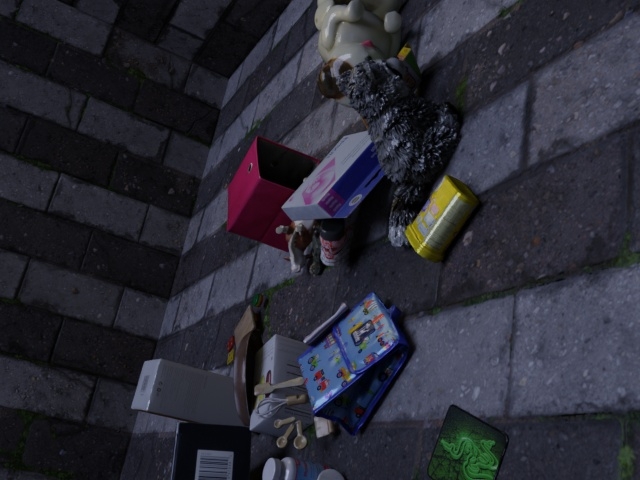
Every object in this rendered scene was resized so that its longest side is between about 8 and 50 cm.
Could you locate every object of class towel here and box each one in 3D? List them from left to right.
[{"bbox_3d":[0.015,0.220,1.795,0.144,0.029,0.197,-43,-9,-4],"label":"towel"}]

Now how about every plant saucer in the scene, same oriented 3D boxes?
[{"bbox_3d":[-0.210,0.422,2.045,0.310,0.050,0.310,-4,-90,-84],"label":"plant saucer"}]

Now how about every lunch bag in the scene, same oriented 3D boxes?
[{"bbox_3d":[0.100,0.277,1.652,0.293,0.138,0.221,-50,26,12],"label":"lunch bag"}]

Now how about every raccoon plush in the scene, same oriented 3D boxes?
[{"bbox_3d":[0.162,-0.238,1.680,0.216,0.299,0.446,-29,46,56],"label":"raccoon plush"}]

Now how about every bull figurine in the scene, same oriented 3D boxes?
[{"bbox_3d":[-0.049,-0.053,2.181,0.310,0.101,0.188,-66,-17,-9],"label":"bull figurine"}]

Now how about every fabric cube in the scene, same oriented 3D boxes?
[{"bbox_3d":[-0.162,-0.161,2.385,0.258,0.259,0.254,-53,29,34],"label":"fabric cube"}]

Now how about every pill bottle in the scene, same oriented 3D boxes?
[{"bbox_3d":[-0.055,0.576,1.659,0.087,0.160,0.087,-47,32,42],"label":"pill bottle"}]

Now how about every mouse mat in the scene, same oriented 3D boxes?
[{"bbox_3d":[0.270,0.404,1.282,0.190,0.007,0.152,14,84,66],"label":"mouse mat"}]

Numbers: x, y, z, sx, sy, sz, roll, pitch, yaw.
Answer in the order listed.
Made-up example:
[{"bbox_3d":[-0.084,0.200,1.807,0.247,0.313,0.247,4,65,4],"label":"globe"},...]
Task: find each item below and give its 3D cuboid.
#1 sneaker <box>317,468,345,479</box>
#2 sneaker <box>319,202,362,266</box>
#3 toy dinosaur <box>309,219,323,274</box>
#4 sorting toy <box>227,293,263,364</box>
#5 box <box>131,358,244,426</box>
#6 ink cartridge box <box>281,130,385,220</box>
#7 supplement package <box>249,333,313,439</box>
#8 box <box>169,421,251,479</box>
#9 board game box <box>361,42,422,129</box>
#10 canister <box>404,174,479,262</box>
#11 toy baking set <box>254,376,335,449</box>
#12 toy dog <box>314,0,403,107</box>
[{"bbox_3d":[0.023,0.632,1.564,0.212,0.080,0.094,-100,24,-50],"label":"sneaker"},{"bbox_3d":[0.060,-0.039,2.001,0.270,0.090,0.144,-63,-22,-51],"label":"sneaker"},{"bbox_3d":[0.000,0.000,2.079,0.268,0.064,0.118,90,-171,-54],"label":"toy dinosaur"},{"bbox_3d":[-0.262,0.332,2.467,0.274,0.046,0.132,-59,25,22],"label":"sorting toy"},{"bbox_3d":[-0.417,0.518,2.271,0.215,0.345,0.168,-23,51,60],"label":"box"},{"bbox_3d":[0.071,-0.193,1.958,0.324,0.071,0.330,-50,20,-20],"label":"ink cartridge box"},{"bbox_3d":[-0.106,0.415,1.939,0.139,0.134,0.244,-48,31,42],"label":"supplement package"},{"bbox_3d":[-0.326,0.735,1.929,0.395,0.212,0.293,107,166,-47],"label":"box"},{"bbox_3d":[0.203,-0.412,1.893,0.039,0.124,0.259,21,71,34],"label":"board game box"},{"bbox_3d":[0.277,-0.051,1.561,0.169,0.073,0.126,-58,26,22],"label":"canister"},{"bbox_3d":[-0.064,0.425,1.773,0.197,0.030,0.256,-36,50,-10],"label":"toy baking set"},{"bbox_3d":[0.094,-0.597,2.165,0.395,0.285,0.407,-50,32,40],"label":"toy dog"}]
